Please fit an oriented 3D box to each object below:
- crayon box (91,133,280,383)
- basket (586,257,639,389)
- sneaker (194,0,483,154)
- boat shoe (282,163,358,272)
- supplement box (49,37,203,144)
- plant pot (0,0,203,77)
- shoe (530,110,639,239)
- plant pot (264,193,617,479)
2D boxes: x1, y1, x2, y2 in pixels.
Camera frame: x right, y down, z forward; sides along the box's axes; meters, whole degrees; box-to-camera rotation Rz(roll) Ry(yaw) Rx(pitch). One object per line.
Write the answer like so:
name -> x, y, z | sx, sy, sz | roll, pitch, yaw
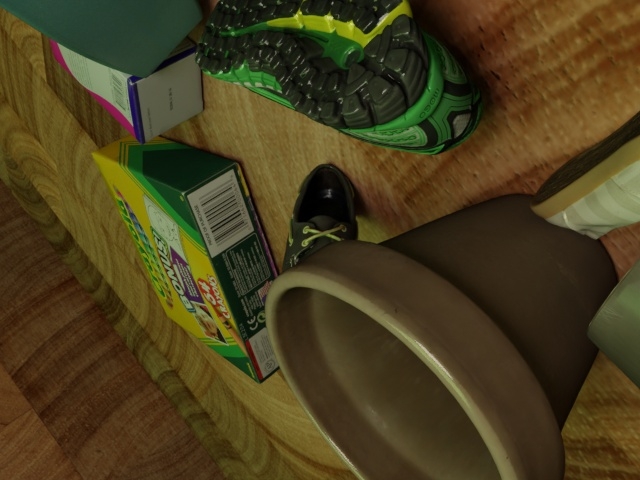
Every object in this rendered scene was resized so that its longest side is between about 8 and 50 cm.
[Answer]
crayon box -> -0.206, 0.020, 1.131 | 0.313, 0.106, 0.363 | 21, 137, 46
basket -> 0.293, 0.086, 0.408 | 0.227, 0.154, 0.204 | 43, 143, 28
sneaker -> 0.000, -0.158, 0.606 | 0.146, 0.134, 0.343 | 25, -166, -42
boat shoe -> 0.000, 0.000, 0.723 | 0.228, 0.081, 0.069 | -89, -1, -54
supplement box -> -0.271, -0.254, 0.935 | 0.220, 0.114, 0.111 | 42, 150, 21
plant pot -> -0.252, -0.296, 0.736 | 0.165, 0.166, 0.234 | 50, -173, 37
shoe -> 0.222, -0.053, 0.447 | 0.058, 0.076, 0.219 | 44, 159, 2
plant pot -> 0.120, 0.079, 0.570 | 0.263, 0.229, 0.263 | 36, 146, 30
